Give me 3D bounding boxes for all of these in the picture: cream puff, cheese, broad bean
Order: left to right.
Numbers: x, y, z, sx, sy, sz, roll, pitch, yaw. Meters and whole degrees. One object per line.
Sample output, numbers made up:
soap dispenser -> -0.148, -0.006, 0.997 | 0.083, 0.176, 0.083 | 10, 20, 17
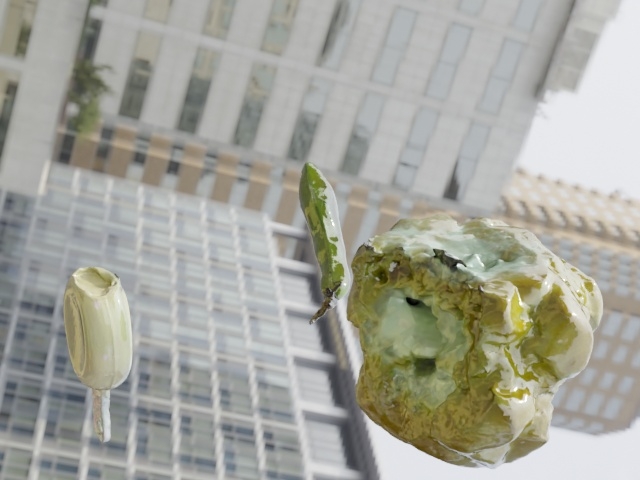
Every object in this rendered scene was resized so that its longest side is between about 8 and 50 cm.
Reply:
cheese -> -0.278, 0.149, 1.527 | 0.137, 0.064, 0.228 | -139, -135, -57
broad bean -> 0.008, -0.003, 1.871 | 0.067, 0.075, 0.325 | -39, -138, 28
cream puff -> 0.187, 0.120, 1.462 | 0.323, 0.274, 0.270 | 31, -52, 45
